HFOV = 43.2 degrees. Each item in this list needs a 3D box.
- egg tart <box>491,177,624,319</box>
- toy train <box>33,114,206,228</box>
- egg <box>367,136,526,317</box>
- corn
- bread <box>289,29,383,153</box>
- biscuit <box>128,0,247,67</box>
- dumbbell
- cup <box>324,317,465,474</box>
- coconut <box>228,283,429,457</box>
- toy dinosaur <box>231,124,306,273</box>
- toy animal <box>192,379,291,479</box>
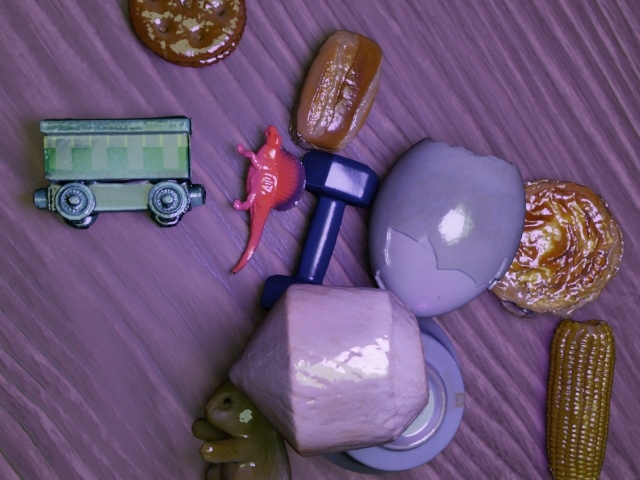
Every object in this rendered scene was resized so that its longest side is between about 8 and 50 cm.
[{"bbox_3d":[0.452,0.019,1.627,0.297,0.132,0.296,0,87,3],"label":"egg tart"},{"bbox_3d":[-0.360,-0.123,1.456,0.301,0.120,0.202,-3,88,-11],"label":"toy train"},{"bbox_3d":[0.226,-0.016,1.494,0.279,0.278,0.335,18,88,-11],"label":"egg"},{"bbox_3d":[0.524,0.331,1.637,0.131,0.131,0.344,2,91,-12],"label":"corn"},{"bbox_3d":[0.032,-0.281,1.539,0.140,0.106,0.236,21,87,-13],"label":"bread"},{"bbox_3d":[-0.245,-0.431,1.502,0.221,0.066,0.220,0,89,-9],"label":"biscuit"},{"bbox_3d":[0.000,0.000,1.517,0.144,0.160,0.324,17,88,-42],"label":"dumbbell"},{"bbox_3d":[0.132,0.294,1.539,0.348,0.163,0.346,0,90,-11],"label":"cup"},{"bbox_3d":[0.010,0.207,1.313,0.329,0.329,0.328,0,91,-12],"label":"coconut"},{"bbox_3d":[-0.089,-0.072,1.502,0.139,0.070,0.285,6,92,25],"label":"toy dinosaur"},{"bbox_3d":[-0.150,0.338,1.479,0.181,0.181,0.362,-7,93,-20],"label":"toy animal"}]
